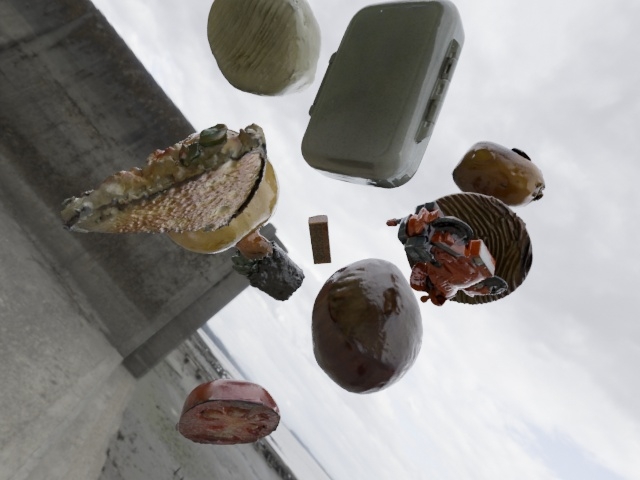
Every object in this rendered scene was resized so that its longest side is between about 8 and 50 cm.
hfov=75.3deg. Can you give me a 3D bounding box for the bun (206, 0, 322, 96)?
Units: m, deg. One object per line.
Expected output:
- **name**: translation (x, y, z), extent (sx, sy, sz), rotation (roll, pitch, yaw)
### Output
- **bun**: translation (-0.158, -0.603, 1.232), extent (0.361, 0.234, 0.326), rotation (26, -53, 14)

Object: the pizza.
- **pizza**: translation (-0.150, -0.050, 0.412), extent (0.053, 0.195, 0.185), rotation (61, -35, 16)

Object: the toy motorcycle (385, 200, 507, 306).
- **toy motorcycle**: translation (0.281, 0.044, 0.965), extent (0.221, 0.148, 0.325), rotation (-8, -41, 41)

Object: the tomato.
- **tomato**: translation (-0.195, 0.363, 0.900), extent (0.085, 0.224, 0.225), rotation (-94, 167, -47)

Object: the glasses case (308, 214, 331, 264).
- **glasses case**: translation (0.000, 0.000, 1.596), extent (0.049, 0.075, 0.218), rotation (-92, 176, -47)

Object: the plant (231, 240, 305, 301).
- **plant**: translation (-0.144, 0.072, 1.135), extent (0.194, 0.129, 0.132), rotation (39, -2, -17)

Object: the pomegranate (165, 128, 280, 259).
- **pomegranate**: translation (-0.166, -0.078, 0.668), extent (0.207, 0.207, 0.207), rotation (42, -21, 20)

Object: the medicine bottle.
- **medicine bottle**: translation (0.121, -0.294, 0.831), extent (0.282, 0.376, 0.123), rotation (18, -6, 34)

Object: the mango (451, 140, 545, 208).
- **mango**: translation (0.566, -0.201, 1.329), extent (0.287, 0.152, 0.202), rotation (30, -36, 43)

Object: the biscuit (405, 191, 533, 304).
- **biscuit**: translation (0.376, 0.029, 1.078), extent (0.317, 0.040, 0.319), rotation (12, -63, 24)

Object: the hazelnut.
- **hazelnut**: translation (0.132, 0.271, 1.319), extent (0.420, 0.352, 0.422), rotation (-179, -90, -64)
